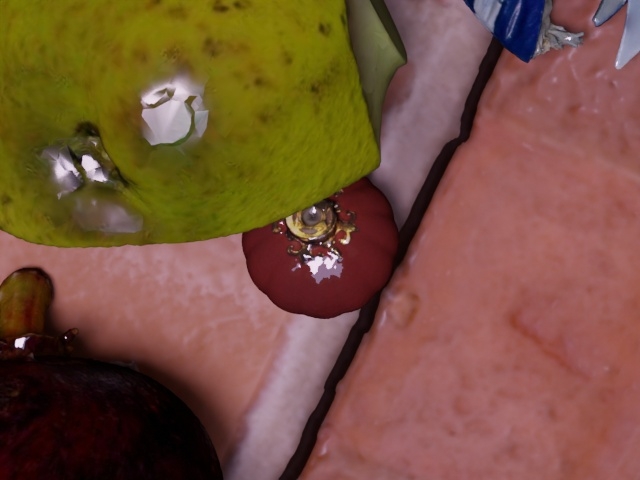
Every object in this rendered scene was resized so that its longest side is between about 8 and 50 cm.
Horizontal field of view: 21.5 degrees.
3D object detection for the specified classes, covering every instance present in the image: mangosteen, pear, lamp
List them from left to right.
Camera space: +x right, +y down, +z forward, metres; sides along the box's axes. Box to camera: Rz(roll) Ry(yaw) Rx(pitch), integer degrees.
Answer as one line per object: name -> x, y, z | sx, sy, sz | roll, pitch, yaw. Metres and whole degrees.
mangosteen -> -0.181, 0.138, 1.058 | 0.235, 0.235, 0.261 | -9, 72, 3
pear -> -0.096, -0.112, 0.939 | 0.286, 0.282, 0.176 | -8, 114, 2
lamp -> 0.000, 0.000, 1.069 | 0.101, 0.090, 0.101 | -2, 71, 7

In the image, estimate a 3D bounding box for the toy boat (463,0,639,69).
toy boat -> 0.204, -0.180, 1.029 | 0.291, 0.070, 0.210 | 37, 105, -13
